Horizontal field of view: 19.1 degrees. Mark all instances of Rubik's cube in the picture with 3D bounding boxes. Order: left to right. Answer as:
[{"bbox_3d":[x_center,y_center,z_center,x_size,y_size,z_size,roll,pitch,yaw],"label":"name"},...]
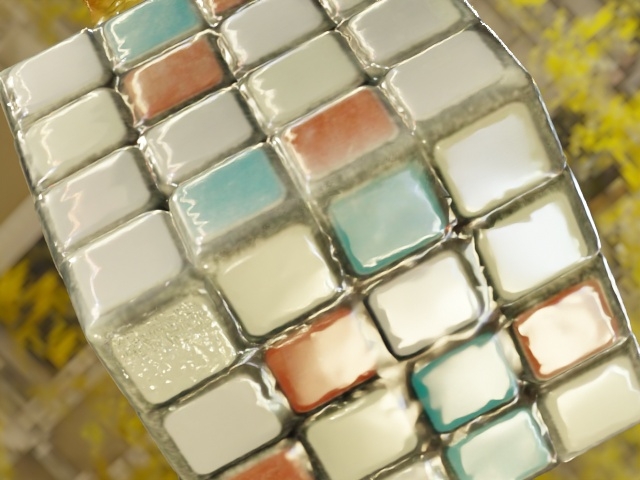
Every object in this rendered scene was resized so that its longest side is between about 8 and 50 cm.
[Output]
[{"bbox_3d":[0.001,0.000,1.064,0.256,0.253,0.259,63,178,-38],"label":"Rubik's cube"}]

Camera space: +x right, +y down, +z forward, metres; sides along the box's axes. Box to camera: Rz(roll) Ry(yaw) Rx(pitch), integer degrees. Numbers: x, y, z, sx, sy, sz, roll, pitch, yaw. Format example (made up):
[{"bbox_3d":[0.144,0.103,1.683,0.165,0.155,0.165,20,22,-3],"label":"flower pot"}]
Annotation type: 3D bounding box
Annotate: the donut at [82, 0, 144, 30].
[{"bbox_3d":[-0.189,-0.262,1.833,0.435,0.163,0.377,51,-173,4],"label":"donut"}]
